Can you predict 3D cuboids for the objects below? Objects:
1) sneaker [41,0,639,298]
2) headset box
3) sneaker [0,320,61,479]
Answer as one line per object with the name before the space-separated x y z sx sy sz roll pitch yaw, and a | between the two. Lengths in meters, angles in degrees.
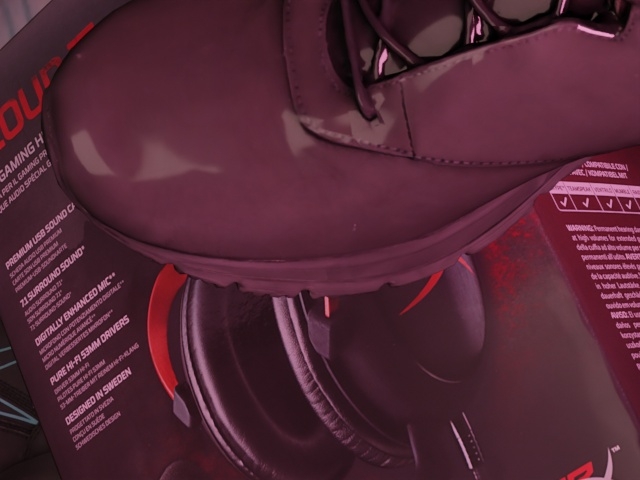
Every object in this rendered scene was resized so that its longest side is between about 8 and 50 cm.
sneaker | 0.066 -0.065 0.481 0.286 0.130 0.109 -13 70 0
headset box | 0.000 0.000 0.644 0.218 0.110 0.293 -36 67 32
sneaker | -0.141 0.085 0.825 0.267 0.101 0.106 -12 70 38
